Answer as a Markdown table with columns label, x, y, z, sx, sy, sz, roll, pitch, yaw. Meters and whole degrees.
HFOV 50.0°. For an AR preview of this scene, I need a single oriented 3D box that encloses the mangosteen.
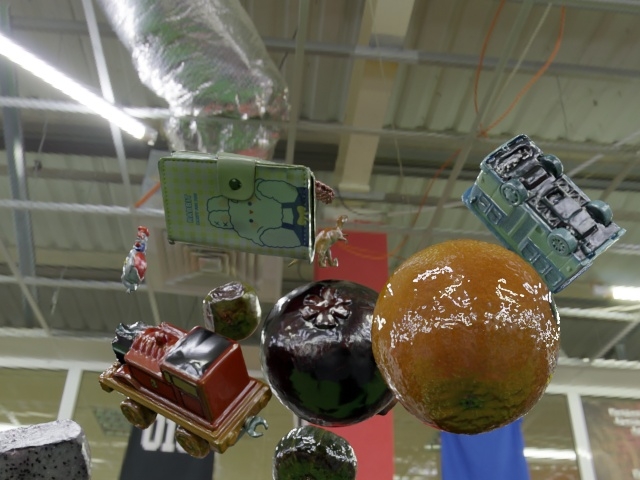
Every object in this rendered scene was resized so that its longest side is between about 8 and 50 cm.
| label | x | y | z | sx | sy | sz | roll | pitch | yaw |
| --- | --- | --- | --- | --- | --- | --- | --- | --- | --- |
| mangosteen | 0.030 | 0.243 | 1.404 | 0.307 | 0.306 | 0.347 | -3 | -44 | 6 |

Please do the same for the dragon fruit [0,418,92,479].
| label | x | y | z | sx | sy | sz | roll | pitch | yaw |
| --- | --- | --- | --- | --- | --- | --- | --- | --- | --- |
| dragon fruit | -0.662 | 0.541 | 1.565 | 0.283 | 0.203 | 0.221 | -6 | 3 | -15 |

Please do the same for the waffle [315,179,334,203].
| label | x | y | z | sx | sy | sz | roll | pitch | yaw |
| --- | --- | --- | --- | --- | --- | --- | --- | --- | --- |
| waffle | -0.001 | -0.117 | 1.631 | 0.075 | 0.029 | 0.083 | 21 | -17 | 16 |

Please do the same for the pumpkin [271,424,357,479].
| label | x | y | z | sx | sy | sz | roll | pitch | yaw |
| --- | --- | --- | --- | --- | --- | --- | --- | --- | --- |
| pumpkin | -0.015 | 0.568 | 1.732 | 0.224 | 0.157 | 0.223 | 9 | -62 | 16 |

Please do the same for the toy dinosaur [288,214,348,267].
| label | x | y | z | sx | sy | sz | roll | pitch | yaw |
| --- | --- | --- | --- | --- | --- | --- | --- | --- | --- |
| toy dinosaur | 0.000 | 0.000 | 1.561 | 0.162 | 0.126 | 0.039 | 4 | -2 | -35 |

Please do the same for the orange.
| label | x | y | z | sx | sy | sz | roll | pitch | yaw |
| --- | --- | --- | --- | --- | --- | --- | --- | --- | --- |
| orange | 0.146 | 0.097 | 0.701 | 0.206 | 0.206 | 0.206 | 1 | -33 | 0 |

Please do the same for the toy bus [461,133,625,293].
| label | x | y | z | sx | sy | sz | roll | pitch | yaw |
| --- | --- | --- | --- | --- | --- | --- | --- | --- | --- |
| toy bus | 0.480 | -0.060 | 1.509 | 0.152 | 0.312 | 0.190 | -34 | -18 | -20 |

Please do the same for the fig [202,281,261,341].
| label | x | y | z | sx | sy | sz | roll | pitch | yaw |
| --- | --- | --- | --- | --- | --- | --- | --- | --- | --- |
| fig | -0.216 | 0.180 | 1.718 | 0.144 | 0.154 | 0.166 | 10 | -10 | 18 |

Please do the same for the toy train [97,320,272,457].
| label | x | y | z | sx | sy | sz | roll | pitch | yaw |
| --- | --- | --- | --- | --- | --- | --- | --- | --- | --- |
| toy train | -0.255 | 0.265 | 1.304 | 0.369 | 0.163 | 0.231 | 18 | -48 | 29 |

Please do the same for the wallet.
| label | x | y | z | sx | sy | sz | roll | pitch | yaw |
| --- | --- | --- | --- | --- | --- | --- | --- | --- | --- |
| wallet | -0.164 | -0.070 | 1.392 | 0.310 | 0.077 | 0.223 | 7 | -63 | 10 |

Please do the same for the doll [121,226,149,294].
| label | x | y | z | sx | sy | sz | roll | pitch | yaw |
| --- | --- | --- | --- | --- | --- | --- | --- | --- | --- |
| doll | -0.511 | 0.057 | 1.907 | 0.062 | 0.194 | 0.104 | 13 | -22 | -14 |
